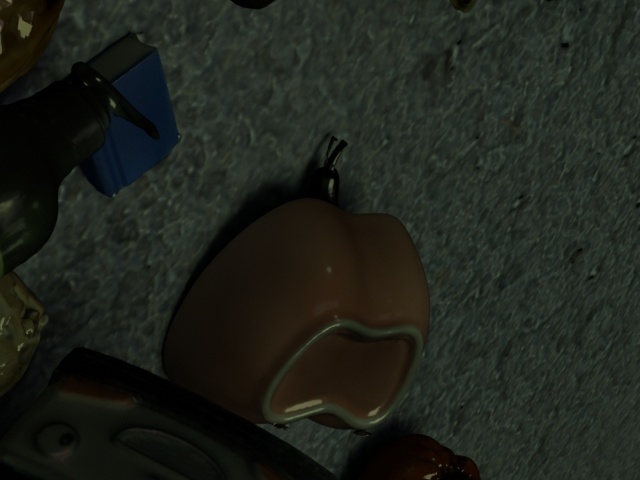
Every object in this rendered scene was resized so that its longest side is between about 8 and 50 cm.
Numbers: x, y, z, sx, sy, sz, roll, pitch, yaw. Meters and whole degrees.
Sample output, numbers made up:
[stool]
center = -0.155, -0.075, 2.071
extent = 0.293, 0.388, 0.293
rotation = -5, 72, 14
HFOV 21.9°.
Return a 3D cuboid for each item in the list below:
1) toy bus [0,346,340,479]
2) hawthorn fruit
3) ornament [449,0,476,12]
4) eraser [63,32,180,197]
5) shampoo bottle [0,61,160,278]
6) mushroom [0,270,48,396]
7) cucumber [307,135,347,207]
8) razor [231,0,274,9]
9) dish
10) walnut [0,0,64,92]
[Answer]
[toy bus]
center = -0.150, 0.308, 1.076
extent = 0.249, 0.209, 0.440
rotation = -51, 162, -46
[hawthorn fruit]
center = 0.087, 0.253, 1.527
extent = 0.133, 0.133, 0.138
rotation = -5, 140, -52
[ornament]
center = 0.126, -0.257, 1.097
extent = 0.201, 0.059, 0.180
rotation = -58, 174, 0
[eraser]
center = -0.122, -0.076, 1.010
extent = 0.063, 0.027, 0.085
rotation = -41, 146, -24
[shampoo bottle]
center = -0.216, -0.008, 0.874
extent = 0.284, 0.101, 0.101
rotation = -38, 145, -27
[mushroom]
center = -0.243, 0.112, 0.963
extent = 0.225, 0.093, 0.116
rotation = -40, 131, -19
[cucumber]
center = 0.000, 0.000, 1.243
extent = 0.043, 0.039, 0.163
rotation = -53, 159, -48
[razor]
center = 0.033, -0.293, 0.930
extent = 0.349, 0.113, 0.204
rotation = -43, 147, -21
[dish]
center = 0.000, 0.078, 1.215
extent = 0.213, 0.090, 0.213
rotation = -21, 135, -22
[walnut]
center = -0.202, -0.120, 0.748
extent = 0.184, 0.155, 0.155
rotation = -42, 147, -30
